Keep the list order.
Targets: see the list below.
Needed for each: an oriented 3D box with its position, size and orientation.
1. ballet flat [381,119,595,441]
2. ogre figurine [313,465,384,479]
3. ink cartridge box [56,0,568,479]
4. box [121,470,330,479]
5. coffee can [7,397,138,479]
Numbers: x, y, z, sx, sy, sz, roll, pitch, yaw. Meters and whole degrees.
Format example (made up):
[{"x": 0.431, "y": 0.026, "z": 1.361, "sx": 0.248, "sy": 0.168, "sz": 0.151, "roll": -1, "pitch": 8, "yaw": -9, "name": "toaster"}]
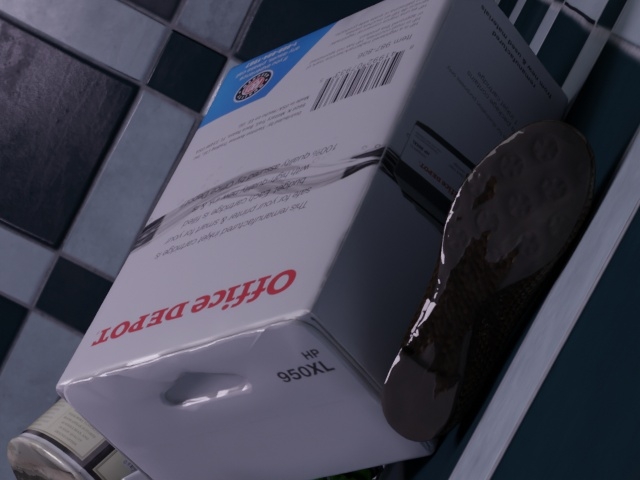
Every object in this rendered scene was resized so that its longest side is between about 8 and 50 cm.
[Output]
[{"x": 0.114, "y": 0.028, "z": 1.297, "sx": 0.058, "sy": 0.084, "sz": 0.250, "roll": -18, "pitch": -43, "yaw": -58, "name": "ballet flat"}, {"x": 0.005, "y": 0.138, "z": 1.658, "sx": 0.118, "sy": 0.097, "sz": 0.197, "roll": -41, "pitch": 24, "yaw": -13, "name": "ogre figurine"}, {"x": 0.000, "y": 0.000, "z": 1.564, "sx": 0.285, "sy": 0.166, "sz": 0.395, "roll": -19, "pitch": 34, "yaw": 41, "name": "ink cartridge box"}, {"x": -0.092, "y": 0.253, "z": 1.764, "sx": 0.181, "sy": 0.119, "sz": 0.182, "roll": -26, "pitch": -16, "yaw": -26, "name": "box"}, {"x": -0.168, "y": 0.201, "z": 2.077, "sx": 0.275, "sy": 0.201, "sz": 0.201, "roll": -41, "pitch": -8, "yaw": -26, "name": "coffee can"}]
